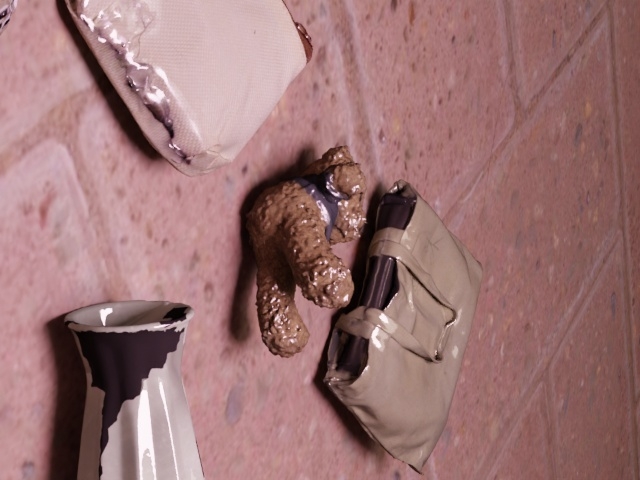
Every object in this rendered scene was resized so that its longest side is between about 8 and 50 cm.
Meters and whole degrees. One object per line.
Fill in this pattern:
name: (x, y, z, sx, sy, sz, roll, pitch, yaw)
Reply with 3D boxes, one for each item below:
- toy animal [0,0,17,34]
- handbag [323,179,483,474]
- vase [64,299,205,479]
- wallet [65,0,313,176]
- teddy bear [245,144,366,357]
toy animal: (-0.267, -0.166, 0.954, 0.098, 0.098, 0.137, 4, 104, -62)
handbag: (0.110, 0.109, 1.699, 0.253, 0.109, 0.316, 46, 57, -50)
vase: (-0.161, 0.240, 1.189, 0.165, 0.165, 0.360, -18, 107, -60)
wallet: (-0.121, -0.221, 1.245, 0.335, 0.068, 0.275, 63, 39, -37)
teddy bear: (-0.016, -0.011, 1.427, 0.129, 0.182, 0.251, 37, 37, -14)
